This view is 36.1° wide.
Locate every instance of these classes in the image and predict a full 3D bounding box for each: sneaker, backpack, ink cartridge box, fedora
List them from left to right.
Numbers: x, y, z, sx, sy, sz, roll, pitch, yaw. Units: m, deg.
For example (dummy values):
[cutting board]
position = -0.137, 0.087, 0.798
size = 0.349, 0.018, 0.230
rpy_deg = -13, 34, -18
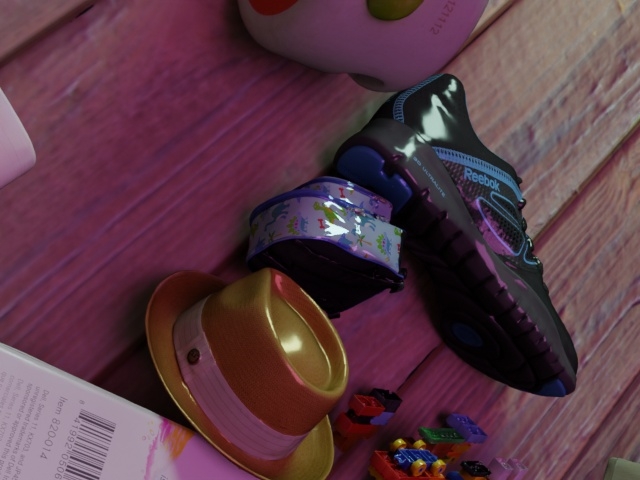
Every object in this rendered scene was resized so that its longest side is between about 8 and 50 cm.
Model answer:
[ink cartridge box]
position = -0.132, 0.233, 0.666
size = 0.353, 0.119, 0.207
rpy_deg = 33, 57, -31
[fedora]
position = -0.038, 0.084, 0.720
size = 0.194, 0.194, 0.079
rpy_deg = 35, 115, -31
[backpack]
position = 0.000, 0.000, 0.794
size = 0.114, 0.105, 0.084
rpy_deg = 23, 56, -33
[sneaker]
position = 0.156, 0.005, 0.891
size = 0.139, 0.125, 0.340
rpy_deg = -51, 120, -29

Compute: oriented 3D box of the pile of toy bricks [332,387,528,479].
[pile of toy bricks]
position = 0.079, 0.211, 0.869
size = 0.212, 0.118, 0.105
rpy_deg = 19, 109, -51

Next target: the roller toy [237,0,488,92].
[roller toy]
position = 0.039, -0.221, 0.759
size = 0.146, 0.191, 0.209
rpy_deg = 15, 59, -34

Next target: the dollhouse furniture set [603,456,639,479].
[dollhouse furniture set]
position = 0.393, 0.454, 0.991
size = 0.362, 0.256, 0.394
rpy_deg = 27, 76, -33

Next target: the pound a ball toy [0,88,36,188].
[pound a ball toy]
position = -0.344, -0.042, 0.522
size = 0.319, 0.136, 0.208
rpy_deg = -39, 113, -29
